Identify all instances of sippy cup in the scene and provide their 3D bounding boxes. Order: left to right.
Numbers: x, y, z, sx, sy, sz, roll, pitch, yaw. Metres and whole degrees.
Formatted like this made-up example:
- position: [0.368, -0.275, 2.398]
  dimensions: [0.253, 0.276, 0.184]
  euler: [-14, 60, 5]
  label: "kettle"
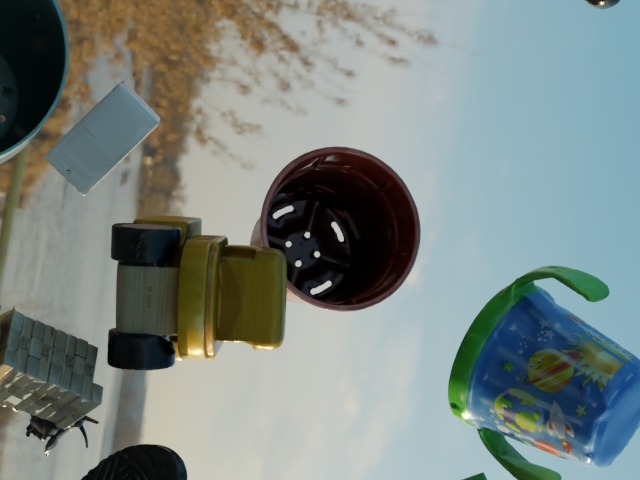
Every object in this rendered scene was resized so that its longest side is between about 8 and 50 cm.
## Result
- position: [0.340, 0.206, 1.532]
  dimensions: [0.240, 0.224, 0.305]
  euler: [-50, 142, -18]
  label: "sippy cup"

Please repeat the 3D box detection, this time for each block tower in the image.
- position: [-0.446, 0.137, 1.397]
  dimensions: [0.091, 0.335, 0.097]
  euler: [-35, -141, 33]
  label: "block tower"

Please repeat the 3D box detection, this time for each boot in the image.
- position: [-0.272, 0.423, 1.577]
  dimensions: [0.348, 0.260, 0.131]
  euler: [-43, -114, 15]
  label: "boot"

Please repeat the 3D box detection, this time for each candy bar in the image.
- position: [-0.670, 0.188, 2.127]
  dimensions: [0.161, 0.018, 0.040]
  euler: [-41, -161, -12]
  label: "candy bar"

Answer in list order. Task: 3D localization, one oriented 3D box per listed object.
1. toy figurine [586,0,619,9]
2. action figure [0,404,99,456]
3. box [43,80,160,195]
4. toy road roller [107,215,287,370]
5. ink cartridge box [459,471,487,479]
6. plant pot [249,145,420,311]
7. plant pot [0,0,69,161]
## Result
- position: [0.362, -0.409, 1.454]
  dimensions: [0.213, 0.209, 0.148]
  euler: [162, -77, -68]
  label: "toy figurine"
- position: [-0.498, 0.259, 1.856]
  dimensions: [0.164, 0.275, 0.141]
  euler: [-64, 177, 17]
  label: "action figure"
- position: [-0.352, -0.169, 1.742]
  dimensions: [0.170, 0.091, 0.130]
  euler: [-43, -168, 2]
  label: "box"
- position: [-0.166, 0.076, 1.544]
  dimensions: [0.329, 0.240, 0.203]
  euler: [-77, 170, -86]
  label: "toy road roller"
- position: [0.248, 0.502, 1.719]
  dimensions: [0.160, 0.092, 0.219]
  euler: [111, -41, -66]
  label: "ink cartridge box"
- position: [0.000, 0.000, 1.855]
  dimensions: [0.265, 0.272, 0.272]
  euler: [150, -52, -72]
  label: "plant pot"
- position: [-0.474, -0.214, 1.354]
  dimensions: [0.235, 0.293, 0.293]
  euler: [158, -60, -73]
  label: "plant pot"
